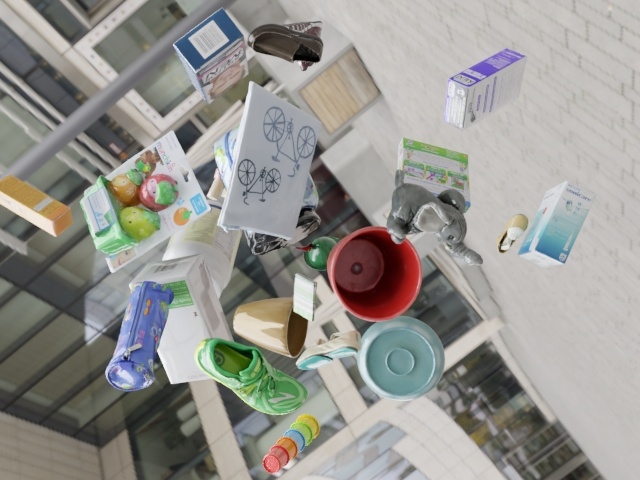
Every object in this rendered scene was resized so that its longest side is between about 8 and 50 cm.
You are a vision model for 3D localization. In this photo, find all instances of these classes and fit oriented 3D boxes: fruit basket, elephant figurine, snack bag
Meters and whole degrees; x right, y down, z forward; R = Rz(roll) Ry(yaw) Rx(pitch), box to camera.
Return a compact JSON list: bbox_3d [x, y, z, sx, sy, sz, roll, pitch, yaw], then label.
[{"bbox_3d":[-0.534,-0.125,1.726,0.327,0.353,0.165,61,-168,25],"label":"fruit basket"},{"bbox_3d":[0.305,-0.057,1.493,0.239,0.169,0.186,9,157,31],"label":"elephant figurine"},{"bbox_3d":[-0.116,-0.174,1.419,0.037,0.342,0.323,13,-179,29],"label":"snack bag"}]

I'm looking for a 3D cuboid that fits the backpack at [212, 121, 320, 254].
[{"bbox_3d":[-0.155,-0.173,1.656,0.355,0.273,0.290,53,-153,11],"label":"backpack"}]

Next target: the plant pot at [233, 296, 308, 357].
[{"bbox_3d":[-0.205,0.329,2.284,0.237,0.254,0.237,4,-90,-72],"label":"plant pot"}]

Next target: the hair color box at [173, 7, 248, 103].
[{"bbox_3d":[-0.315,-0.537,1.730,0.105,0.174,0.347,52,176,-3],"label":"hair color box"}]

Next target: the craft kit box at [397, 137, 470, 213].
[{"bbox_3d":[0.388,-0.225,1.994,0.061,0.250,0.246,114,168,-55],"label":"craft kit box"}]

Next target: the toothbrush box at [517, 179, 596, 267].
[{"bbox_3d":[0.897,-0.057,2.213,0.126,0.295,0.216,27,176,5],"label":"toothbrush box"}]

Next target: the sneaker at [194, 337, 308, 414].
[{"bbox_3d":[-0.160,0.324,1.372,0.295,0.109,0.123,30,152,-11],"label":"sneaker"}]

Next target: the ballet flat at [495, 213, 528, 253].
[{"bbox_3d":[0.756,-0.019,2.283,0.080,0.073,0.232,14,151,4],"label":"ballet flat"}]

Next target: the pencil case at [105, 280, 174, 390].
[{"bbox_3d":[-0.471,0.241,1.523,0.306,0.119,0.133,-90,6,-46],"label":"pencil case"}]

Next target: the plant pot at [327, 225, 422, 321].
[{"bbox_3d":[0.137,0.089,1.745,0.275,0.275,0.243,51,173,-10],"label":"plant pot"}]

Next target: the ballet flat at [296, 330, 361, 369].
[{"bbox_3d":[0.025,0.328,1.755,0.086,0.248,0.086,28,-130,-39],"label":"ballet flat"}]

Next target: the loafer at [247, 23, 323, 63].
[{"bbox_3d":[-0.089,-0.528,1.573,0.080,0.220,0.078,113,150,-47],"label":"loafer"}]

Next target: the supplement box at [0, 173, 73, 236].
[{"bbox_3d":[-0.867,-0.107,1.746,0.233,0.080,0.078,27,140,8],"label":"supplement box"}]

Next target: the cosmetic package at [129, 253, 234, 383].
[{"bbox_3d":[-0.411,0.242,1.783,0.155,0.197,0.365,-73,-30,-65],"label":"cosmetic package"}]

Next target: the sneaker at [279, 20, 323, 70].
[{"bbox_3d":[-0.089,-0.661,1.996,0.106,0.281,0.162,18,123,41],"label":"sneaker"}]

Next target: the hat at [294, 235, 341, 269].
[{"bbox_3d":[0.000,0.000,2.249,0.208,0.173,0.183,-95,-8,-45],"label":"hat"}]

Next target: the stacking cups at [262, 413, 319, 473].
[{"bbox_3d":[-0.095,0.688,1.966,0.096,0.096,0.316,52,-164,9],"label":"stacking cups"}]

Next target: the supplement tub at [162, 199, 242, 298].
[{"bbox_3d":[-0.409,0.043,1.996,0.235,0.235,0.325,49,-149,-33],"label":"supplement tub"}]

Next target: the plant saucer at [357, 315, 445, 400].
[{"bbox_3d":[0.288,0.431,2.084,0.317,0.317,0.044,51,-170,1],"label":"plant saucer"}]

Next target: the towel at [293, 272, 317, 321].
[{"bbox_3d":[-0.054,0.201,2.066,0.023,0.152,0.113,-13,-155,-38],"label":"towel"}]

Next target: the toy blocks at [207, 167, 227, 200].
[{"bbox_3d":[-0.217,-0.225,2.224,0.288,0.260,0.309,33,163,-34],"label":"toy blocks"}]

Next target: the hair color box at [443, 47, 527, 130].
[{"bbox_3d":[0.626,-0.577,2.202,0.110,0.339,0.185,37,147,35],"label":"hair color box"}]
